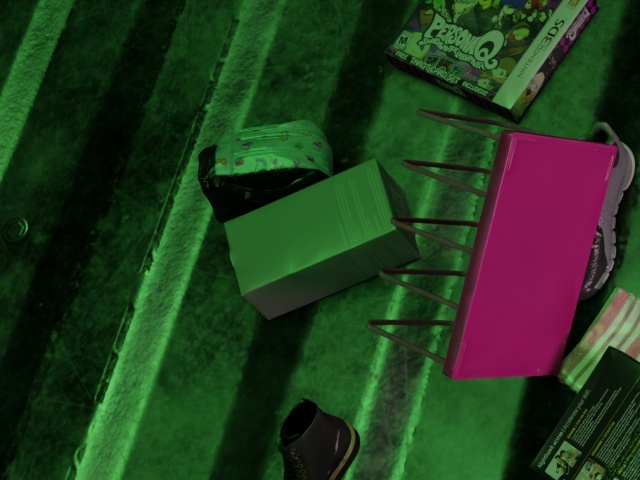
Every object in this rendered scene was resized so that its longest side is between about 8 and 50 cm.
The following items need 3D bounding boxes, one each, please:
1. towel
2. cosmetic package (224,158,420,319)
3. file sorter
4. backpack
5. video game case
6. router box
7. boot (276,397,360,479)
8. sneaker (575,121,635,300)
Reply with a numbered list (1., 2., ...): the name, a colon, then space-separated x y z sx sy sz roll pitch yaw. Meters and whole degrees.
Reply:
1. towel: 0.399 0.157 1.775 0.197 0.029 0.144 33 82 33
2. cosmetic package: 0.000 0.000 1.996 0.238 0.107 0.127 -23 58 16
3. file sorter: 0.196 -0.001 1.774 0.182 0.202 0.290 23 104 45
4. backpack: -0.071 -0.096 2.053 0.182 0.152 0.115 -10 66 8
5. video game case: 0.240 -0.298 2.072 0.232 0.042 0.210 30 79 33
6. router box: 0.351 0.233 1.728 0.133 0.046 0.179 36 95 33
7. boot: -0.037 0.297 1.836 0.077 0.137 0.198 16 73 30
8. sneaker: 0.329 -0.048 1.849 0.086 0.132 0.228 7 68 27
